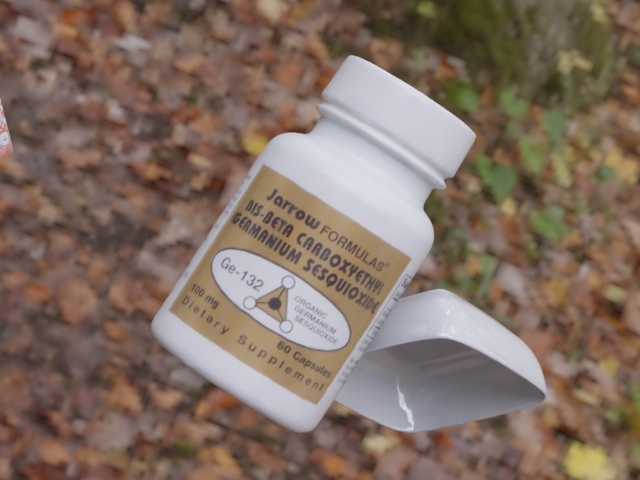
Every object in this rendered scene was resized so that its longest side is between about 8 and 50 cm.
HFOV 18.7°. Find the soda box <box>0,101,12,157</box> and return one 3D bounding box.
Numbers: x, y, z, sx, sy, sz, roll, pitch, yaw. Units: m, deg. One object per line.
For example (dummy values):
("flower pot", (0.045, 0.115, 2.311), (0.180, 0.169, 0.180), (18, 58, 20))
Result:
("soda box", (-0.222, -0.037, 0.851), (0.058, 0.063, 0.183), (1, 22, 36))

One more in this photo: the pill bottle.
("pill bottle", (0.000, 0.000, 1.288), (0.131, 0.229, 0.131), (33, 0, 0))

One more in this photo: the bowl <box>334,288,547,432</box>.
("bowl", (0.074, 0.082, 1.379), (0.142, 0.142, 0.053), (31, 51, -44))
